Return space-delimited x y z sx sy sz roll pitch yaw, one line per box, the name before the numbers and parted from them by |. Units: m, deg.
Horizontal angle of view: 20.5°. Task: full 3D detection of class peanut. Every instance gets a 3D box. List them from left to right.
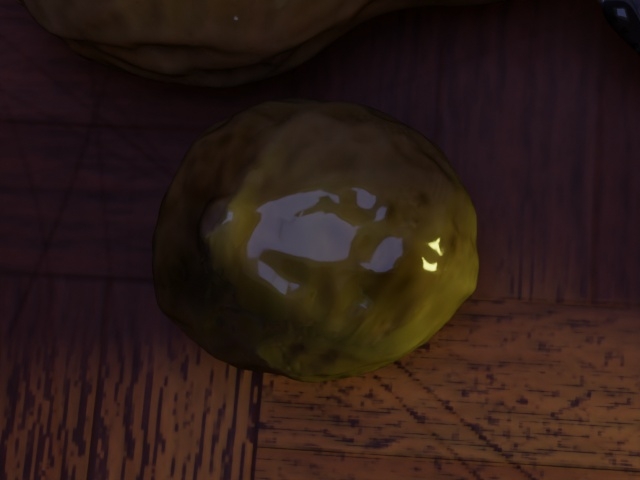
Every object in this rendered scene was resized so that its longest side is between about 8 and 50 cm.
peanut | -0.003 -0.161 0.892 0.313 0.149 0.149 -15 75 -4
peanut | 0.000 0.000 0.866 0.159 0.109 0.140 15 88 -2

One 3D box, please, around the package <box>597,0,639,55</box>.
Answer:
package | 0.200 -0.166 0.880 0.173 0.027 0.171 43 82 -25
